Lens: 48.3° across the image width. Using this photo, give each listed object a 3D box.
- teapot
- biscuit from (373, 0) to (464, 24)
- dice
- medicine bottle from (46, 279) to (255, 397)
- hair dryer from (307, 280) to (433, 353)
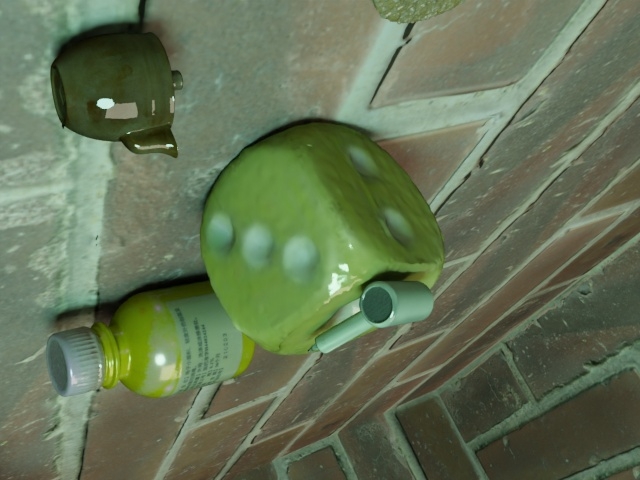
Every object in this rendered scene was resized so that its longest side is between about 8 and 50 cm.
[{"bbox_3d":[-0.133,-0.084,0.471,0.080,0.085,0.110,-13,175,-29],"label":"teapot"},{"bbox_3d":[0.092,-0.207,0.533,0.120,0.015,0.120,-23,160,-9],"label":"biscuit"},{"bbox_3d":[0.000,0.000,0.687,0.166,0.170,0.169,-41,154,31],"label":"dice"},{"bbox_3d":[-0.189,0.117,0.798,0.212,0.122,0.122,-9,152,-39],"label":"medicine bottle"},{"bbox_3d":[0.035,0.074,0.619,0.124,0.038,0.063,-36,157,33],"label":"hair dryer"}]
